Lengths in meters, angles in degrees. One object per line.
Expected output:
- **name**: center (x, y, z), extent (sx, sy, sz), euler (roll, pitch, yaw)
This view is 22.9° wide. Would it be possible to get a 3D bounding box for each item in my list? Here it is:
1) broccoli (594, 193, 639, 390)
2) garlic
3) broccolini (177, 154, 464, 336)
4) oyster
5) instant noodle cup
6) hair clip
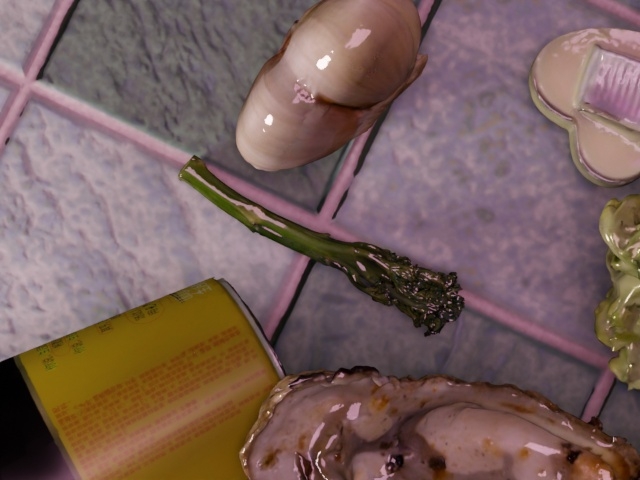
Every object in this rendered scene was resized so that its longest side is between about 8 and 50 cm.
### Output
- **broccoli**: center (0.288, 0.081, 1.089), extent (0.288, 0.248, 0.245), euler (49, 47, -3)
- **garlic**: center (0.006, -0.123, 1.148), extent (0.099, 0.124, 0.174), euler (43, 132, 2)
- **broccolini**: center (0.000, 0.000, 1.197), extent (0.239, 0.051, 0.054), euler (28, 95, 6)
- **oyster**: center (0.104, 0.160, 1.106), extent (0.345, 0.078, 0.129), euler (9, 88, -22)
- **instant noodle cup**: center (-0.140, 0.142, 1.120), extent (0.236, 0.215, 0.215), euler (-28, 90, -11)
- **hair clip**: center (0.265, -0.108, 1.182), extent (0.218, 0.071, 0.159), euler (18, 80, 11)
